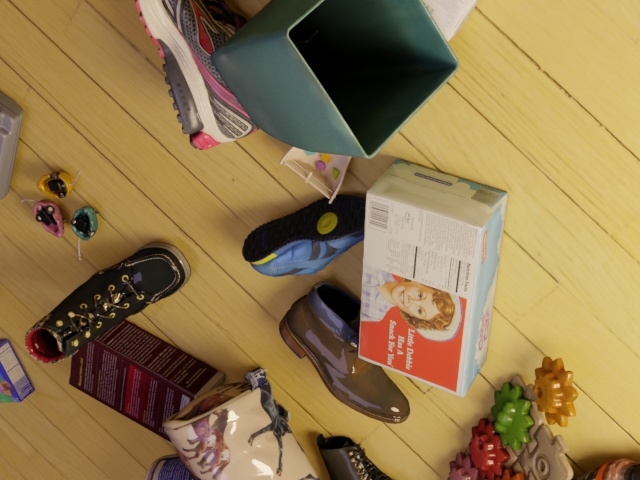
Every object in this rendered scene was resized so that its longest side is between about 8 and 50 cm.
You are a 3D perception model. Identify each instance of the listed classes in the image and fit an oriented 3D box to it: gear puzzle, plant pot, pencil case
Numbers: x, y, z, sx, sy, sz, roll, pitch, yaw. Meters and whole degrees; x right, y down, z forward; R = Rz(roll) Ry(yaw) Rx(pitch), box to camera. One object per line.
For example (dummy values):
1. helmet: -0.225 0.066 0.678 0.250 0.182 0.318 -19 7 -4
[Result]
1. gear puzzle: 0.245 0.278 1.624 0.175 0.044 0.339 66 147 37
2. plant pot: -0.005 -0.202 1.428 0.234 0.165 0.165 3 134 56
3. pencil case: -0.050 0.386 1.815 0.410 0.183 0.160 60 150 0

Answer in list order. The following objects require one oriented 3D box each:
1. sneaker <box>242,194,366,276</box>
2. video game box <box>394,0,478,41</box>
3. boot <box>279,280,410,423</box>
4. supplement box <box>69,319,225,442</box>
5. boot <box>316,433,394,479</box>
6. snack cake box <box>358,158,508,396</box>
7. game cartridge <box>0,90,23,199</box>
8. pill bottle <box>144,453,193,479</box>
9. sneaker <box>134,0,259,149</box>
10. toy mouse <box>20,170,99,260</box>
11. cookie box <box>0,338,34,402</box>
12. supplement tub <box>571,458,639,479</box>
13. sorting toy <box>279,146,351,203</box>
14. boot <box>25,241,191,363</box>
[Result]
1. sneaker: 0.000 0.000 1.661 0.209 0.069 0.082 -19 141 32
2. video game box: 0.106 -0.343 1.352 0.205 0.048 0.187 40 137 5
3. boot: 0.045 0.150 1.712 0.219 0.082 0.106 39 137 8
4. supplement box: -0.272 0.215 1.979 0.239 0.073 0.130 27 131 15
5. boot: 0.083 0.346 1.831 0.198 0.077 0.137 -6 111 36
6. snack cake box: 0.135 0.048 1.574 0.152 0.089 0.264 18 129 21
7. game cartridge: -0.581 -0.192 1.925 0.297 0.062 0.198 34 138 10
8. pill bottle: -0.178 0.383 2.004 0.187 0.112 0.112 -16 110 41
9. sneaker: -0.147 -0.264 1.550 0.112 0.121 0.299 -16 112 9
10. toy mouse: -0.376 -0.039 1.903 0.161 0.031 0.143 -5 117 37
11. cookie box: -0.556 0.226 2.204 0.092 0.040 0.107 -7 115 38
12. supplement tub: 0.359 0.339 1.609 0.106 0.106 0.198 48 134 -3
13. sorting toy: 0.005 -0.103 1.594 0.083 0.045 0.075 39 127 6
14. boot: -0.307 0.095 1.845 0.236 0.178 0.085 -21 107 42
